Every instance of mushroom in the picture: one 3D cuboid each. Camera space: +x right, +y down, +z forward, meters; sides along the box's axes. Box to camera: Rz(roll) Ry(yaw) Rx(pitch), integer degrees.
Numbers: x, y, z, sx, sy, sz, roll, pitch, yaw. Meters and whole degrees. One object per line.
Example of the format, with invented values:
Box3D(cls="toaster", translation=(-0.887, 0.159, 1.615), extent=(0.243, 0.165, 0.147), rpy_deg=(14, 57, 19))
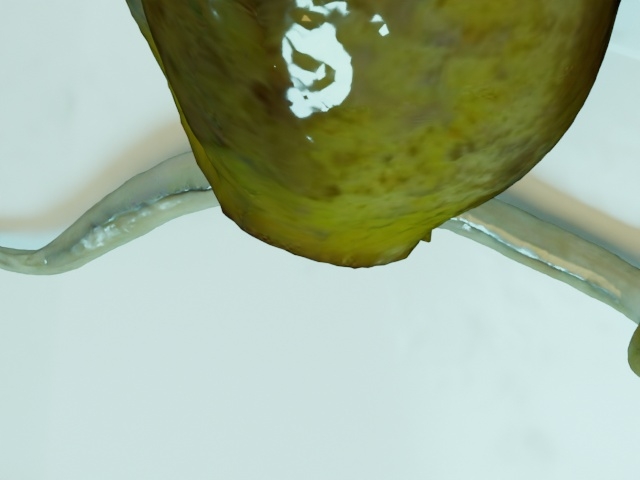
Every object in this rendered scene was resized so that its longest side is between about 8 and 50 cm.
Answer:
Box3D(cls="mushroom", translation=(-0.001, 0.000, 0.701), extent=(0.306, 0.043, 0.068), rpy_deg=(10, 94, 22))

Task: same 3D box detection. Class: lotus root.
Box3D(cls="lotus root", translation=(0.008, -0.134, 0.544), extent=(0.193, 0.193, 0.291), rpy_deg=(14, 124, 19))
